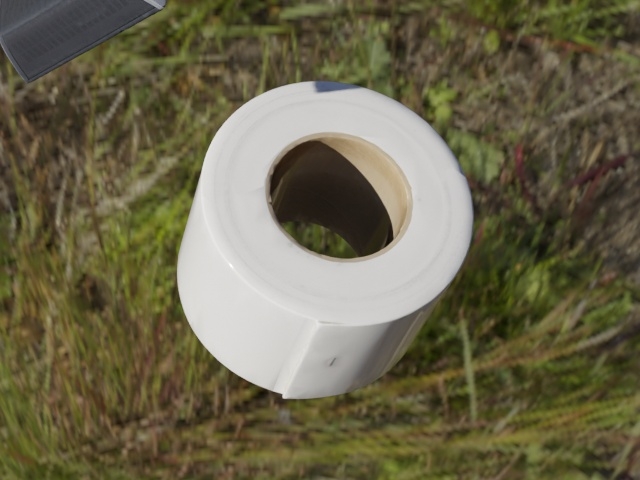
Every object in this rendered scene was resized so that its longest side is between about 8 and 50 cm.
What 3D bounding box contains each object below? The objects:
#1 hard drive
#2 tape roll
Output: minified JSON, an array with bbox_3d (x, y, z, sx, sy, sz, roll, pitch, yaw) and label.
[{"bbox_3d":[-0.170,-0.258,1.172,0.172,0.054,0.255,-21,50,37],"label":"hard drive"},{"bbox_3d":[0.000,0.000,1.391,0.246,0.169,0.246,6,61,-11],"label":"tape roll"}]
